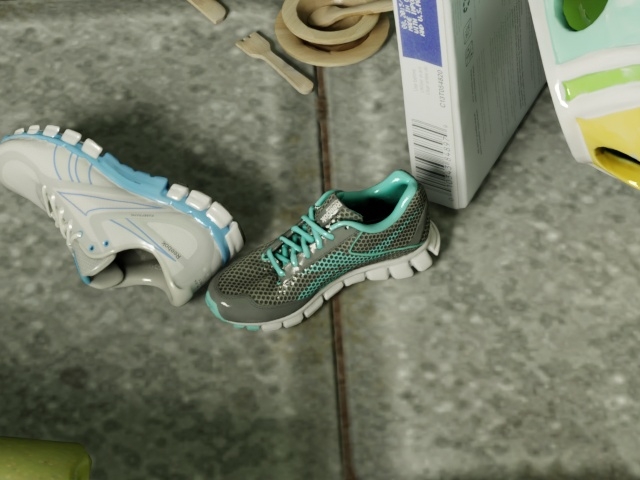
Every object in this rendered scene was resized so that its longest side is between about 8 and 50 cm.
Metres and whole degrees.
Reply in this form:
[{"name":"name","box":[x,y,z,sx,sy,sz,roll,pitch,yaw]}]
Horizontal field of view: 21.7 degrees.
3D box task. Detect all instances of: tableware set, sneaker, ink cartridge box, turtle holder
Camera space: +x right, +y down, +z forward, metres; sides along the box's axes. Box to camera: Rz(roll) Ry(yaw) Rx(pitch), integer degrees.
[{"name":"tableware set","box":[-0.026,-0.202,1.286,0.128,0.039,0.194,-34,56,-24]},{"name":"sneaker","box":[0.000,0.000,1.085,0.166,0.076,0.065,-24,51,-18]},{"name":"sneaker","box":[-0.151,-0.013,1.110,0.191,0.071,0.083,22,59,20]},{"name":"ink cartridge box","box":[0.121,-0.173,1.135,0.045,0.223,0.224,18,51,25]},{"name":"turtle holder","box":[0.265,-0.110,1.067,0.228,0.243,0.320,-14,88,12]}]

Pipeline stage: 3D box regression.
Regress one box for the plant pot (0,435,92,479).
[{"name":"plant pot","box":[-0.239,0.194,0.826,0.254,0.276,0.276,-1,48,-14]}]
